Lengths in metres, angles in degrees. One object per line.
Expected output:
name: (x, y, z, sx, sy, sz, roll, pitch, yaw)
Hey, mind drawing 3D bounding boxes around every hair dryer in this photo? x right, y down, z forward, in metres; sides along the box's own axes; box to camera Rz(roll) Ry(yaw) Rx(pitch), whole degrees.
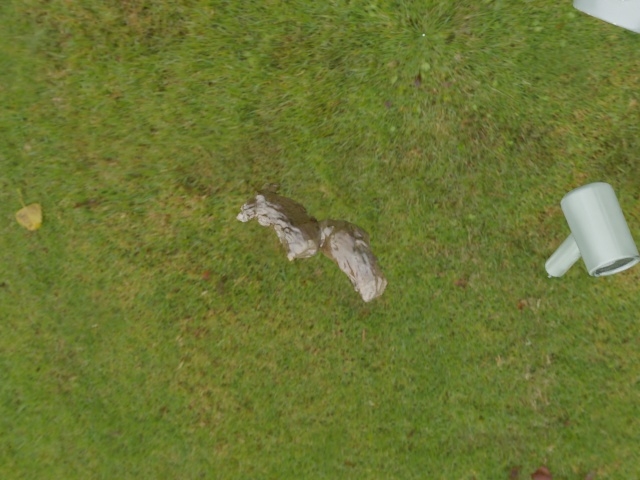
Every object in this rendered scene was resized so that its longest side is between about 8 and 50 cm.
hair dryer: (0.201, 0.010, 0.497, 0.038, 0.124, 0.063, -8, 66, -6)

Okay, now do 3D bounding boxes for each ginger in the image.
ginger: (-0.002, -0.002, 1.107, 0.290, 0.122, 0.084, 33, 139, 5)

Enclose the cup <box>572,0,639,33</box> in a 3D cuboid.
cup: (0.468, -0.425, 0.897, 0.186, 0.258, 0.234, 32, 119, 21)
